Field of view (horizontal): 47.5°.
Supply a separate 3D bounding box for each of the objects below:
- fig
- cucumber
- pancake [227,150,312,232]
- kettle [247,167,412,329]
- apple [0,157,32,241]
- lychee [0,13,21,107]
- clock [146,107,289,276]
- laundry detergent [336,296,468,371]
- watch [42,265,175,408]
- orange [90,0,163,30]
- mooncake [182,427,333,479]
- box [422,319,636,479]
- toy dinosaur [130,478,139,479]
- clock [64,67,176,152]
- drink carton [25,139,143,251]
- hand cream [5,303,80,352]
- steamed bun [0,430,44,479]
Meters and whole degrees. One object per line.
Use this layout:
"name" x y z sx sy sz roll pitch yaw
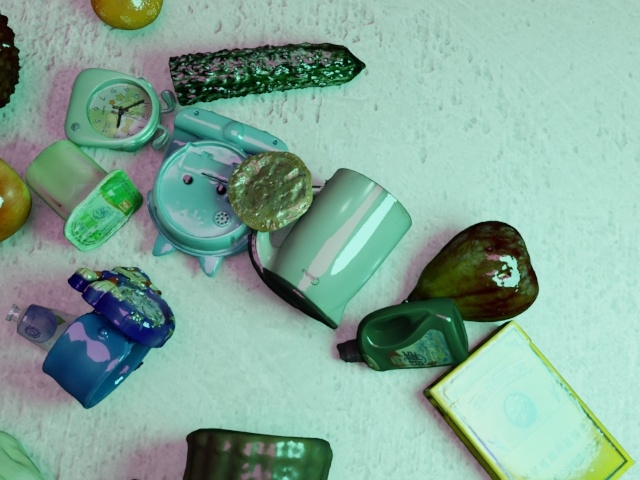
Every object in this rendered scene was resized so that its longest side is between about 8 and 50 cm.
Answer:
"fig" 0.231 0.080 1.246 0.274 0.145 0.170 -26 101 15
"cucumber" -0.092 -0.314 1.340 0.359 0.096 0.096 -8 77 -4
"pancake" -0.084 -0.082 1.206 0.151 0.025 0.151 -4 64 8
"kettle" 0.000 0.000 1.232 0.221 0.161 0.236 37 80 0
"apple" -0.574 -0.067 1.221 0.163 0.163 0.139 37 61 6
"lychee" -0.653 -0.309 1.240 0.264 0.300 0.264 22 41 -21
"clock" -0.189 -0.080 1.277 0.223 0.094 0.274 19 75 3
"laundry detergent" 0.125 0.161 1.207 0.222 0.144 0.078 -10 41 21
"watch" -0.343 0.159 1.174 0.171 0.196 0.200 39 96 14
"orange" -0.360 -0.456 1.350 0.135 0.117 0.135 0 82 1
"mooncake" -0.097 0.355 1.111 0.228 0.228 0.124 7 76 -1
"box" 0.342 0.309 1.213 0.193 0.084 0.301 -38 81 -11
"toy dinosaur" -0.140 0.579 1.148 0.447 0.301 0.087 37 105 -23
"clock" -0.360 -0.226 1.321 0.188 0.060 0.148 10 75 -1
"drink carton" -0.416 -0.084 1.249 0.142 0.146 0.144 39 76 15
"hand cream" -0.460 0.149 1.233 0.142 0.053 0.084 26 75 -7
"steamed bun" -0.592 0.435 1.052 0.352 0.247 0.339 11 74 4
